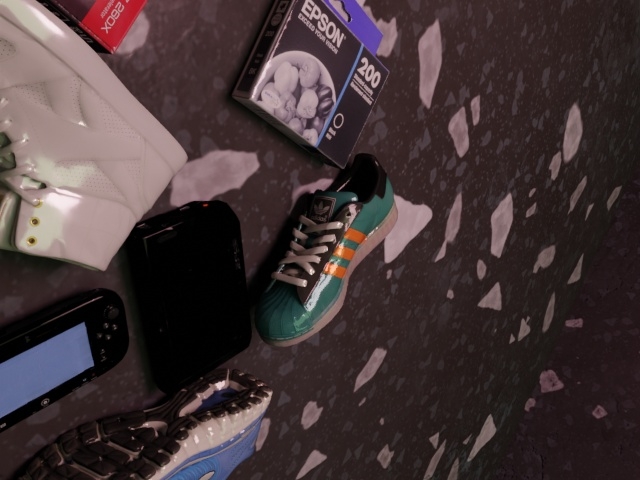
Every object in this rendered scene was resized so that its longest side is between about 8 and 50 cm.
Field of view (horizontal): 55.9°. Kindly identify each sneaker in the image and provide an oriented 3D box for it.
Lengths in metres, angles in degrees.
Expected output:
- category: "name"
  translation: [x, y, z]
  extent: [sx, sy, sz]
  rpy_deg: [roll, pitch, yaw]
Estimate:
- category: "sneaker"
  translation: [-0.240, -0.077, 0.476]
  extent: [0.169, 0.108, 0.292]
  rpy_deg: [-61, 143, -14]
- category: "sneaker"
  translation: [-0.186, 0.273, 0.693]
  extent: [0.330, 0.130, 0.147]
  rpy_deg: [-14, 115, -47]
- category: "sneaker"
  translation: [0.000, 0.000, 0.811]
  extent: [0.302, 0.108, 0.121]
  rpy_deg: [-53, 140, -32]

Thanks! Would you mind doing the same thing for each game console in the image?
- category: "game console"
  translation: [-0.222, 0.105, 0.638]
  extent: [0.361, 0.044, 0.213]
  rpy_deg: [-29, 127, -39]

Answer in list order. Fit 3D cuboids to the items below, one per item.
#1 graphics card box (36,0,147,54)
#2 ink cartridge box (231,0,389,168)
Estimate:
- category: "graphics card box"
  translation: [-0.228, -0.327, 0.383]
  extent: [0.371, 0.094, 0.232]
  rpy_deg: [40, 76, -50]
- category: "ink cartridge box"
  translation: [0.006, -0.223, 0.755]
  extent: [0.206, 0.045, 0.208]
  rpy_deg: [27, 84, -52]
